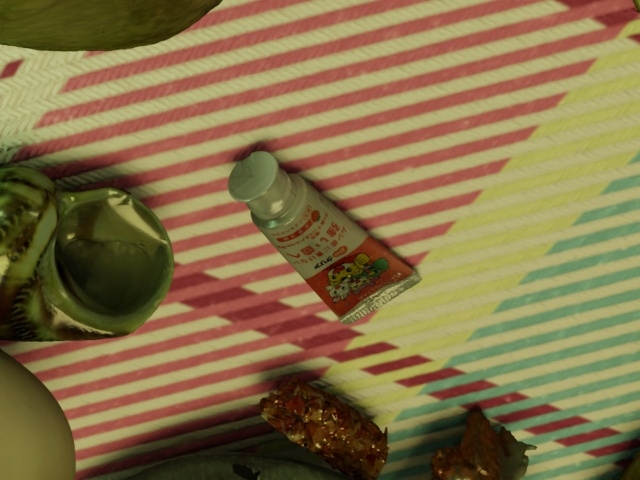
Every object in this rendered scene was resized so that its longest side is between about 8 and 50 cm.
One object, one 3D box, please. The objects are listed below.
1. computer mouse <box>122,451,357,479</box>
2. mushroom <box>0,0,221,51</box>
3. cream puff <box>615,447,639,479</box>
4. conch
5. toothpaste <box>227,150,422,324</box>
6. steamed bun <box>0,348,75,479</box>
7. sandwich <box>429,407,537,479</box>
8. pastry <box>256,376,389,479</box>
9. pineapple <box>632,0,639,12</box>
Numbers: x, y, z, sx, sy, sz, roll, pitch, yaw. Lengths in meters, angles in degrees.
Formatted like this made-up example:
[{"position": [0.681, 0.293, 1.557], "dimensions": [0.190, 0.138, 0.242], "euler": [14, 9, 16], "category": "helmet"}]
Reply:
[{"position": [-0.107, 0.285, 1.942], "dimensions": [0.373, 0.114, 0.203], "euler": [-15, 138, 9], "category": "computer mouse"}, {"position": [-0.177, -0.211, 1.442], "dimensions": [0.292, 0.212, 0.217], "euler": [-20, 125, -3], "category": "mushroom"}, {"position": [0.411, 0.299, 2.050], "dimensions": [0.244, 0.196, 0.244], "euler": [8, 118, 15], "category": "cream puff"}, {"position": [-0.239, 0.005, 1.671], "dimensions": [0.187, 0.124, 0.181], "euler": [-37, 123, -19], "category": "conch"}, {"position": [0.000, 0.000, 1.766], "dimensions": [0.089, 0.057, 0.234], "euler": [-31, 138, 14], "category": "toothpaste"}, {"position": [-0.364, 0.161, 1.669], "dimensions": [0.324, 0.324, 0.206], "euler": [28, 82, -32], "category": "steamed bun"}, {"position": [0.145, 0.281, 1.955], "dimensions": [0.184, 0.109, 0.160], "euler": [-34, 141, -39], "category": "sandwich"}, {"position": [0.008, 0.179, 1.904], "dimensions": [0.063, 0.087, 0.169], "euler": [-52, 138, 0], "category": "pastry"}, {"position": [0.290, -0.241, 1.606], "dimensions": [0.116, 0.069, 0.137], "euler": [25, 113, -24], "category": "pineapple"}]
